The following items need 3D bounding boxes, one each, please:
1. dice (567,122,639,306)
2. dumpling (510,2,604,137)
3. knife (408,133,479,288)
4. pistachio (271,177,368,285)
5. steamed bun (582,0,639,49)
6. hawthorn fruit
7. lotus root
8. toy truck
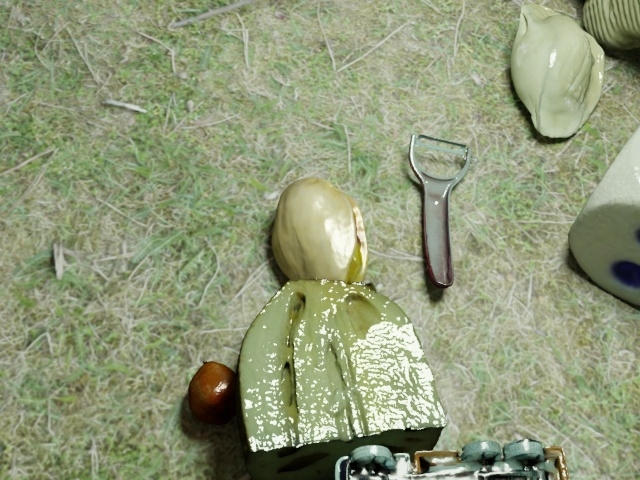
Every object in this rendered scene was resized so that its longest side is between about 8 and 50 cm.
[{"bbox_3d":[0.555,-0.055,1.598,0.243,0.251,0.259,31,60,12],"label":"dice"},{"bbox_3d":[0.424,-0.296,1.797,0.179,0.131,0.252,8,68,-30],"label":"dumpling"},{"bbox_3d":[0.197,-0.038,1.644,0.123,0.053,0.278,9,60,-9],"label":"knife"},{"bbox_3d":[0.000,0.000,1.560,0.145,0.117,0.201,-25,69,20],"label":"pistachio"},{"bbox_3d":[0.602,-0.514,1.823,0.255,0.367,0.343,-13,96,-15],"label":"steamed bun"},{"bbox_3d":[-0.149,0.207,1.433,0.081,0.081,0.093,-18,50,-19],"label":"hawthorn fruit"},{"bbox_3d":[0.000,0.190,1.418,0.266,0.149,0.260,-5,52,-15],"label":"lotus root"},{"bbox_3d":[0.144,0.356,1.332,0.338,0.184,0.133,-1,57,-7],"label":"toy truck"}]
